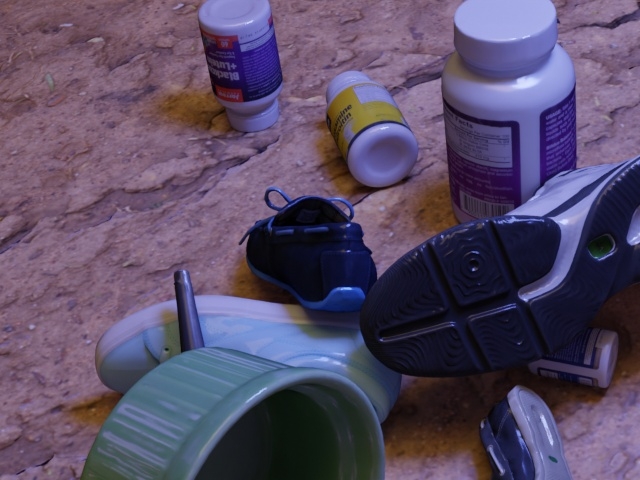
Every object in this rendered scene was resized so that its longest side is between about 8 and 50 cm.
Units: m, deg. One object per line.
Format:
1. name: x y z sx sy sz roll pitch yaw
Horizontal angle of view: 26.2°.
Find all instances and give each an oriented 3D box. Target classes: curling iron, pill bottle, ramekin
1. curling iron: -0.147 0.166 1.519 0.068 0.035 0.274 -8 78 18
2. pill bottle: 0.278 0.127 1.583 0.120 0.067 0.067 10 42 21
3. pill bottle: 0.066 -0.164 1.953 0.103 0.103 0.184 -15 39 -7
4. pill bottle: 0.241 -0.160 1.755 0.169 0.301 0.169 -5 39 4
5. ramekin: -0.090 0.249 1.329 0.148 0.303 0.303 18 46 39
6. pill bottle: -0.114 -0.261 2.034 0.108 0.193 0.108 -6 39 5

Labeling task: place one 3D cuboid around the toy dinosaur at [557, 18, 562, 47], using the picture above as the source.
1. toy dinosaur: 0.325 -0.302 2.129 0.093 0.053 0.183 -10 28 23

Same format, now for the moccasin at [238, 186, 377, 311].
1. moccasin: 0.000 0.000 1.669 0.138 0.116 0.342 0 10 -22

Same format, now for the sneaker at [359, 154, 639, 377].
1. sneaker: 0.243 0.030 1.602 0.448 0.169 0.257 -24 1 -7

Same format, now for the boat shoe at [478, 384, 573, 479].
1. boat shoe: 0.220 0.264 1.437 0.079 0.084 0.233 -38 39 25

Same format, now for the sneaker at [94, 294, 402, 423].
1. sneaker: -0.087 0.155 1.566 0.366 0.135 0.150 -4 36 7
